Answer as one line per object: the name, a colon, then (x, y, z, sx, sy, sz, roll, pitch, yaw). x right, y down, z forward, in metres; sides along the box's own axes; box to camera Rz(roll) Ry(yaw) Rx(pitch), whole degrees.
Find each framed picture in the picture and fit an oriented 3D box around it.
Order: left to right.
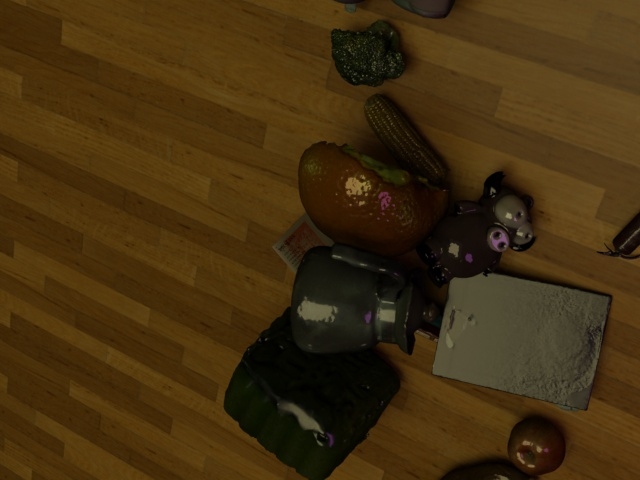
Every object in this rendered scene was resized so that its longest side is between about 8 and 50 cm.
framed picture: (0.408, 0.197, 1.755, 0.324, 0.013, 0.244, 12, 97, 14)

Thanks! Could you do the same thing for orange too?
orange: (0.093, -0.074, 1.724, 0.263, 0.335, 0.196, 29, 97, 32)

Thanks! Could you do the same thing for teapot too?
teapot: (0.099, 0.099, 1.717, 0.285, 0.223, 0.305, 7, 121, 13)

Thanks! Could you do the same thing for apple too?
apple: (0.465, 0.448, 1.839, 0.126, 0.102, 0.126, 11, 114, 26)

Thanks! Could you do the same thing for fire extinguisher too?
fire extinguisher: (0.608, -0.014, 1.623, 0.078, 0.045, 0.157, 30, 122, -9)

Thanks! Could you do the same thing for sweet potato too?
sweet potato: (0.357, 0.570, 1.956, 0.286, 0.085, 0.112, -25, 99, 34)

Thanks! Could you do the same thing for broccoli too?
broccoli: (0.098, -0.375, 1.725, 0.162, 0.146, 0.137, 34, 90, 35)

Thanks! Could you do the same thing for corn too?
corn: (0.172, -0.203, 1.775, 0.231, 0.080, 0.080, 51, 124, 6)

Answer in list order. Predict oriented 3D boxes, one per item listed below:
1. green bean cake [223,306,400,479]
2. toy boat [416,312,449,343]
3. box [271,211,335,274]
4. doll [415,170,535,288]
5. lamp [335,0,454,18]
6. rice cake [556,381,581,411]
green bean cake: (-0.010, 0.329, 1.936, 0.319, 0.335, 0.218, 35, 131, 11)
toy boat: (0.175, 0.161, 1.888, 0.392, 0.136, 0.079, 25, 83, 13)
box: (0.000, 0.000, 1.958, 0.141, 0.058, 0.201, 50, 125, 4)
doll: (0.316, -0.016, 1.695, 0.257, 0.117, 0.182, -29, 113, -3)
lamp: (0.121, -0.523, 1.625, 0.301, 0.247, 0.247, 20, 157, 9)
rice cake: (0.464, 0.280, 1.800, 0.206, 0.069, 0.063, 36, 124, 16)
